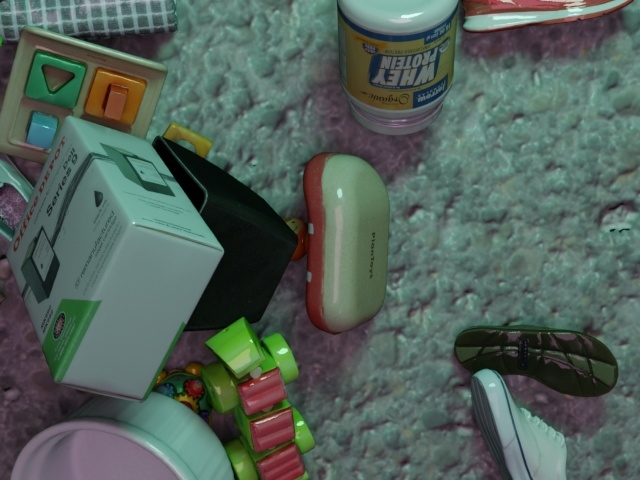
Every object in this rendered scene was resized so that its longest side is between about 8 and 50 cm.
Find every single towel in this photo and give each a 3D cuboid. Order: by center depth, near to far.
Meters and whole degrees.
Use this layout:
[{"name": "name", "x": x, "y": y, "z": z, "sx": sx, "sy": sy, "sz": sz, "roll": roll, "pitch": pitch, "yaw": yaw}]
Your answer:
[{"name": "towel", "x": -0.298, "y": -0.386, "z": 1.458, "sx": 0.235, "sy": 0.121, "sz": 0.283, "roll": -6, "pitch": 100, "yaw": -3}]

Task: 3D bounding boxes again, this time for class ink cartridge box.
[{"name": "ink cartridge box", "x": -0.250, "y": 0.014, "z": 1.385, "sx": 0.121, "sy": 0.289, "sz": 0.211, "roll": 17, "pitch": 109, "yaw": -34}]

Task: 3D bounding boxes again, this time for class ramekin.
[{"name": "ramekin", "x": -0.245, "y": 0.326, "z": 1.536, "sx": 0.277, "sy": 0.135, "sz": 0.277, "roll": 7, "pitch": 113, "yaw": 17}]

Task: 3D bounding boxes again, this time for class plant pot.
[{"name": "plant pot", "x": -0.141, "y": 0.004, "z": 1.493, "sx": 0.167, "sy": 0.187, "sz": 0.188, "roll": 15, "pitch": 108, "yaw": -34}]

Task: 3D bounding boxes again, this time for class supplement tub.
[{"name": "supplement tub", "x": 0.093, "y": -0.240, "z": 1.450, "sx": 0.144, "sy": 0.144, "sz": 0.199, "roll": -6, "pitch": 142, "yaw": -2}]

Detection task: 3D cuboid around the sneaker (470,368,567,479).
[{"name": "sneaker", "x": 0.280, "y": 0.274, "z": 1.621, "sx": 0.091, "sy": 0.094, "sz": 0.258, "roll": -27, "pitch": 112, "yaw": -9}]

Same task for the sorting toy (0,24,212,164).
[{"name": "sorting toy", "x": -0.299, "y": -0.156, "z": 1.482, "sx": 0.348, "sy": 0.047, "sz": 0.196, "roll": 14, "pitch": 125, "yaw": -16}]

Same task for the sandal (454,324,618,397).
[{"name": "sandal", "x": 0.292, "y": 0.154, "z": 1.616, "sx": 0.219, "sy": 0.060, "sz": 0.090, "roll": 5, "pitch": 104, "yaw": 11}]

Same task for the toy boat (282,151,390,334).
[{"name": "toy boat", "x": 0.000, "y": 0.000, "z": 1.546, "sx": 0.151, "sy": 0.151, "sz": 0.231, "roll": 7, "pitch": 101, "yaw": 25}]

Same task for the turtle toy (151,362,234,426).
[{"name": "turtle toy", "x": -0.170, "y": 0.215, "z": 1.594, "sx": 0.130, "sy": 0.066, "sz": 0.095, "roll": -11, "pitch": 100, "yaw": -8}]

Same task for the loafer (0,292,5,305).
[{"name": "loafer", "x": -0.486, "y": 0.163, "z": 1.553, "sx": 0.092, "sy": 0.102, "sz": 0.268, "roll": 20, "pitch": 98, "yaw": 0}]

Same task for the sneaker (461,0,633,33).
[{"name": "sneaker", "x": 0.284, "y": -0.339, "z": 1.512, "sx": 0.221, "sy": 0.087, "sz": 0.128, "roll": -10, "pitch": 103, "yaw": -2}]

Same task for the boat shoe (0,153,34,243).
[{"name": "boat shoe", "x": -0.418, "y": -0.069, "z": 1.526, "sx": 0.079, "sy": 0.081, "sz": 0.227, "roll": -44, "pitch": 99, "yaw": 5}]

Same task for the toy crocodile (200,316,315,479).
[{"name": "toy crocodile", "x": -0.071, "y": 0.234, "z": 1.538, "sx": 0.115, "sy": 0.105, "sz": 0.340, "roll": -23, "pitch": 126, "yaw": -15}]
